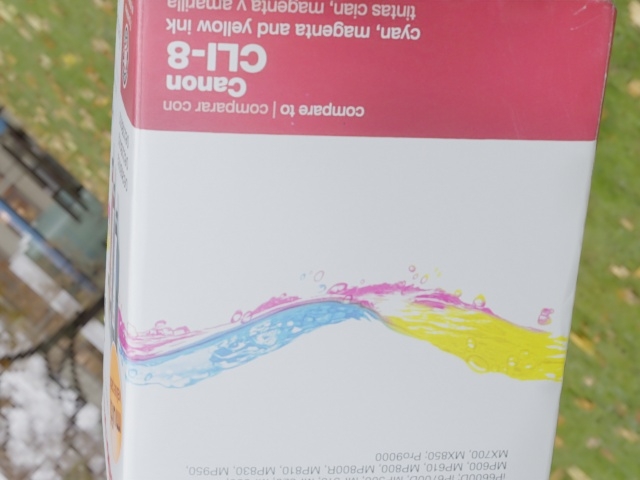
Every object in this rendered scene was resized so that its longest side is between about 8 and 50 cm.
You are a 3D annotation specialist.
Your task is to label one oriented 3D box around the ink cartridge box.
[{"bbox_3d":[0.000,0.000,0.447,0.127,0.176,0.128,1,-161,-10],"label":"ink cartridge box"}]
